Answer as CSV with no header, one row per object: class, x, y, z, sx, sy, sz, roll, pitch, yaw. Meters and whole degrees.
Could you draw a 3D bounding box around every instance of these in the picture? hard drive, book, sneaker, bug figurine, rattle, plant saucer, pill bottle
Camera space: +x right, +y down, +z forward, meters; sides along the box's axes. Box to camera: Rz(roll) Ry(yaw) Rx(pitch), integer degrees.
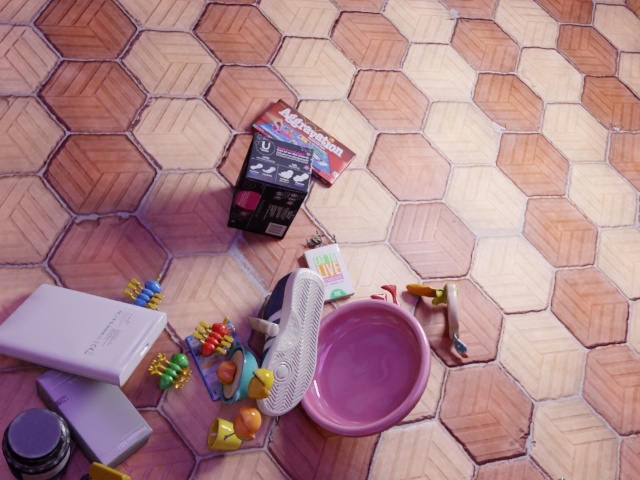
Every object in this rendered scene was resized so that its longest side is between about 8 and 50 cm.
hard drive,-0.514,0.195,1.532,0.308,0.040,0.203,11,37,13
book,0.020,0.087,1.878,0.096,0.035,0.144,-13,68,-20
sneaker,-0.088,0.240,1.701,0.131,0.148,0.349,26,70,-27
bug figurine,-0.350,0.215,1.643,0.279,0.072,0.216,32,64,6
rattle,0.309,0.212,1.884,0.143,0.130,0.199,-2,89,-8
plant saucer,0.104,0.300,1.670,0.332,0.084,0.332,-15,53,20
pill bottle,-0.550,0.399,1.394,0.123,0.219,0.122,8,60,-14

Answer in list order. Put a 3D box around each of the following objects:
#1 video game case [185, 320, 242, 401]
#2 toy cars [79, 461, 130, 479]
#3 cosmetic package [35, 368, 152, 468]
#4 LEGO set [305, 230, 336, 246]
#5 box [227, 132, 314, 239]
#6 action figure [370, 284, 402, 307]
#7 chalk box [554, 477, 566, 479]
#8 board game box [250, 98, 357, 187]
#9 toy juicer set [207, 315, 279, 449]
video game case,-0.232,0.282,1.690,0.119,0.015,0.166,-19,70,-26
toy cars,-0.382,0.624,1.383,0.177,0.087,0.393,-28,74,15
cosmetic package,-0.478,0.361,1.511,0.238,0.107,0.127,44,55,12
LEGO set,0.001,0.002,1.919,0.083,0.023,0.054,13,49,-1
box,-0.128,-0.132,1.818,0.164,0.247,0.142,14,60,-12
action figure,0.158,0.255,1.794,0.139,0.091,0.280,-2,62,-27
chalk box,0.530,0.682,1.655,0.132,0.132,0.213,41,57,7
board game box,-0.046,-0.282,2.062,0.281,0.027,0.145,36,56,3
toy juicer set,-0.172,0.287,1.572,0.090,0.209,0.328,19,62,-21
